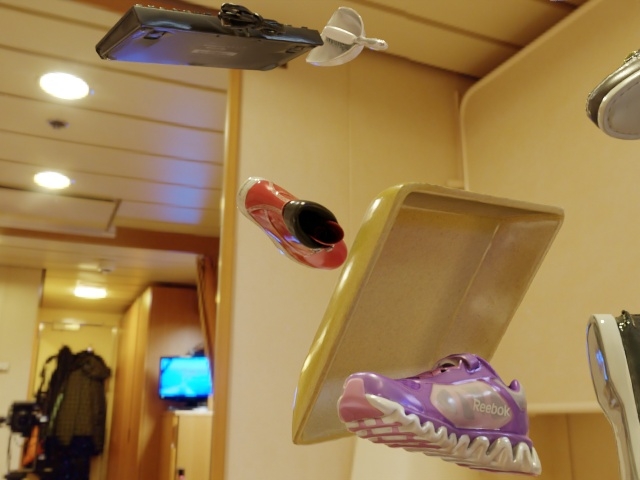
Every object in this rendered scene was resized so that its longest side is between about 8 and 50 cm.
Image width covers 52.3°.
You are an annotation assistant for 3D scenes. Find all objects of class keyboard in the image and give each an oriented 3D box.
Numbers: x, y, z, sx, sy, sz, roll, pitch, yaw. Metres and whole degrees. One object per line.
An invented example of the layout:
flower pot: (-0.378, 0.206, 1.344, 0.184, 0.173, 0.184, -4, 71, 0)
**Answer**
keyboard: (-0.079, -0.168, 0.531, 0.180, 0.023, 0.108, -11, 1, -43)

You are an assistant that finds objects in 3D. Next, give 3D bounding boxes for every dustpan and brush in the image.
dustpan and brush: (0.067, -0.430, 1.403, 0.211, 0.147, 0.060, 29, -4, 31)

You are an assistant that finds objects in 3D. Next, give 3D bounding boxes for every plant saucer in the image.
plant saucer: (0.124, 0.079, 0.810, 0.332, 0.333, 0.081, 4, 26, -43)

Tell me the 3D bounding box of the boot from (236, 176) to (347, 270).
boot: (0.000, 0.000, 1.005, 0.176, 0.088, 0.244, 25, -9, 45)

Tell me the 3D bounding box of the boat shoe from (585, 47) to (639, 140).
boat shoe: (0.353, -0.168, 0.675, 0.227, 0.069, 0.081, -23, -50, -20)

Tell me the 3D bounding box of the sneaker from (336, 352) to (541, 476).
sneaker: (0.117, 0.152, 0.618, 0.236, 0.105, 0.095, 24, -24, -30)

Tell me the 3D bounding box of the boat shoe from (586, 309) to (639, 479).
boat shoe: (0.337, 0.212, 0.636, 0.091, 0.303, 0.114, -6, -21, 10)
